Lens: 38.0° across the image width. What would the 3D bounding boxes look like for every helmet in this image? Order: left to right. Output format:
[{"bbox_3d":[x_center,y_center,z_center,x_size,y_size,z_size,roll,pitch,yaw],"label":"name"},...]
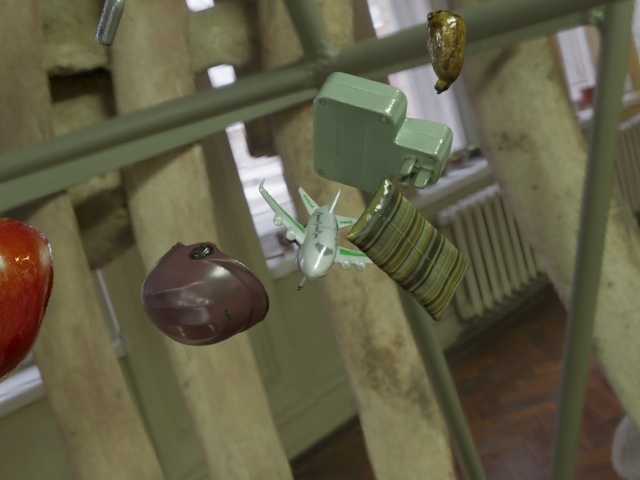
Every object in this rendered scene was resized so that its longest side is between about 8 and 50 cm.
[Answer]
[{"bbox_3d":[-0.314,0.152,2.336,0.338,0.271,0.197,15,44,39],"label":"helmet"}]

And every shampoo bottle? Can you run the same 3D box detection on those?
[{"bbox_3d":[-0.492,-0.546,2.200,0.040,0.165,0.080,12,20,-32],"label":"shampoo bottle"}]

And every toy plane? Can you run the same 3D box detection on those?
[{"bbox_3d":[-0.002,0.003,1.491,0.101,0.251,0.255,-57,9,28],"label":"toy plane"}]

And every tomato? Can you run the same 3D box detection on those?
[{"bbox_3d":[-0.497,0.095,1.253,0.299,0.226,0.298,-12,0,0],"label":"tomato"}]

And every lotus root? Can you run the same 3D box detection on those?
[{"bbox_3d":[0.292,-0.433,2.134,0.094,0.190,0.108,-6,-3,28],"label":"lotus root"}]

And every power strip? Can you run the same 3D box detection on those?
[{"bbox_3d":[0.111,-0.177,1.793,0.261,0.229,0.141,17,52,12],"label":"power strip"}]

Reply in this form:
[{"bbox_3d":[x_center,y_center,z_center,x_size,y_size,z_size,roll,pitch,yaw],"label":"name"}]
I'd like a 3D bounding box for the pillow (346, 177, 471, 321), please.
[{"bbox_3d":[0.131,0.014,1.326,0.038,0.203,0.113,-2,52,57],"label":"pillow"}]
